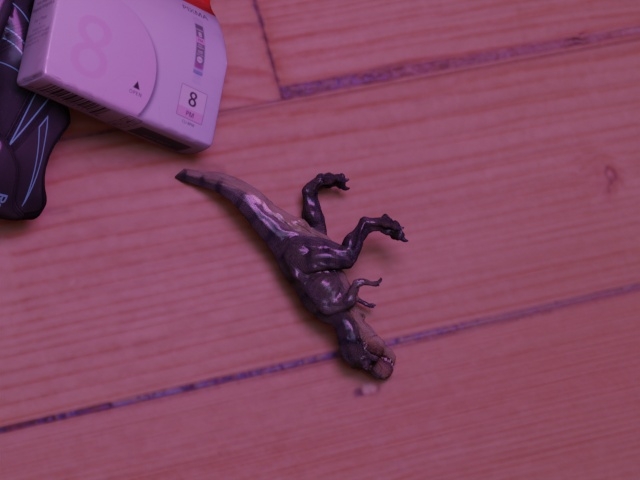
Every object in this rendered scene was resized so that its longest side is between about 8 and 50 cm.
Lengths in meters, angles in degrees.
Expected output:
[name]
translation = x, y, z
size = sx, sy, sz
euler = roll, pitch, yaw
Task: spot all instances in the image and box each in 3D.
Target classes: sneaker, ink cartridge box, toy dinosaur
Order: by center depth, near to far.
[sneaker]
translation = -0.281, -0.140, 1.630
size = 0.106, 0.101, 0.267
euler = 22, 64, -35
[ink cartridge box]
translation = -0.165, -0.216, 1.642
size = 0.189, 0.066, 0.232
euler = 22, 73, -37
[toy dinosaur]
translation = 0.000, 0.000, 1.663
size = 0.118, 0.064, 0.268
euler = -41, 84, -12
